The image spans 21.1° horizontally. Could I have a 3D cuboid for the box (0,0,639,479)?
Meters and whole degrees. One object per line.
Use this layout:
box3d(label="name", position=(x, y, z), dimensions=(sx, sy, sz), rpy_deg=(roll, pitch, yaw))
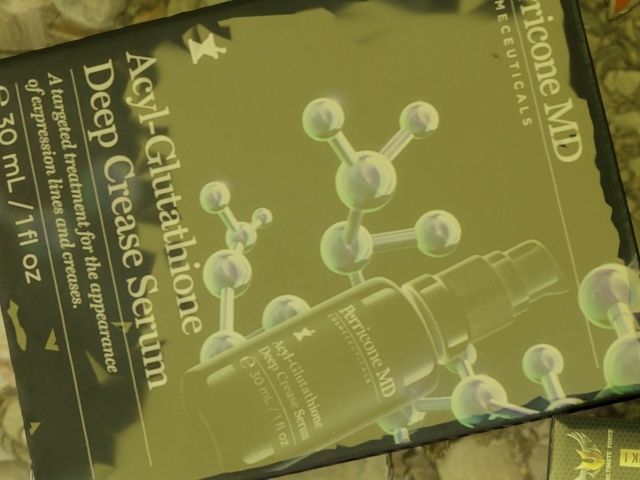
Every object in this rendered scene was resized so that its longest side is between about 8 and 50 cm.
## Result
box3d(label="box", position=(0.000, 0.000, 1.130), dimensions=(0.395, 0.212, 0.294), rpy_deg=(-14, 83, 7))

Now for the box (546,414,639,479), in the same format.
box3d(label="box", position=(0.234, 0.150, 1.070), dimensions=(0.183, 0.233, 0.059), rpy_deg=(4, 80, 9))

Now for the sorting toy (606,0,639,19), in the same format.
box3d(label="sorting toy", position=(0.218, -0.211, 1.206), dimensions=(0.075, 0.045, 0.083), rpy_deg=(-27, 81, -14))
